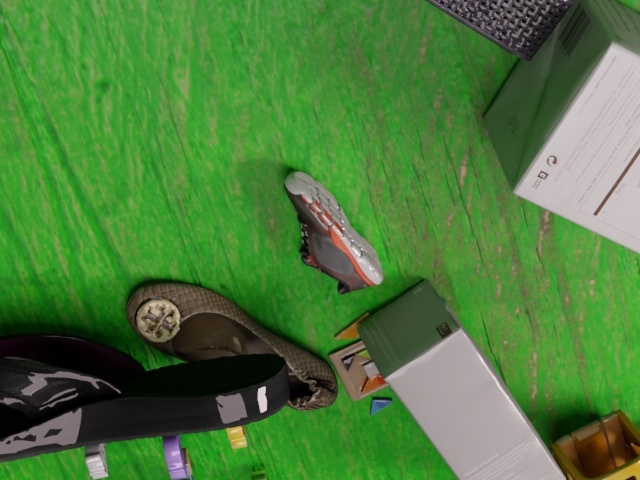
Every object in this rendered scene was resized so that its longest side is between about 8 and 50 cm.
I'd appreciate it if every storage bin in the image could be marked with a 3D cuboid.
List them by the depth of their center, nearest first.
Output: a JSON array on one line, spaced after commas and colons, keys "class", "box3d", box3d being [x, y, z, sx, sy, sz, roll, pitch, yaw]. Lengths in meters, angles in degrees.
[{"class": "storage bin", "box3d": [0.140, -0.258, 1.668, 0.180, 0.122, 0.084, 30, 111, -20]}]

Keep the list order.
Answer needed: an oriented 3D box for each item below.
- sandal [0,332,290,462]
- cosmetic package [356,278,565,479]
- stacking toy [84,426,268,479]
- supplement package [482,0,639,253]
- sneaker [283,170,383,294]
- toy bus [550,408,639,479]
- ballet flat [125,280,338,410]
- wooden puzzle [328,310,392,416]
[{"class": "sandal", "box3d": [-0.254, 0.143, 1.822, 0.445, 0.167, 0.107, -9, 102, 6]}, {"class": "cosmetic package", "box3d": [0.148, 0.171, 1.896, 0.107, 0.127, 0.238, -37, 115, 4]}, {"class": "stacking toy", "box3d": [-0.147, 0.252, 1.923, 0.167, 0.052, 0.221, -12, 142, 1]}, {"class": "supplement package", "box3d": [0.335, -0.093, 1.746, 0.293, 0.177, 0.175, 24, 113, -18]}, {"class": "sneaker", "box3d": [0.000, 0.000, 1.833, 0.065, 0.061, 0.158, -29, 117, 17]}, {"class": "toy bus", "box3d": [0.326, 0.289, 1.974, 0.202, 0.104, 0.191, 14, 113, -29]}, {"class": "ballet flat", "box3d": [-0.089, 0.117, 1.886, 0.249, 0.058, 0.084, 29, 111, -19]}, {"class": "wooden puzzle", "box3d": [0.053, 0.135, 1.935, 0.078, 0.014, 0.116, -29, 118, 10]}]
